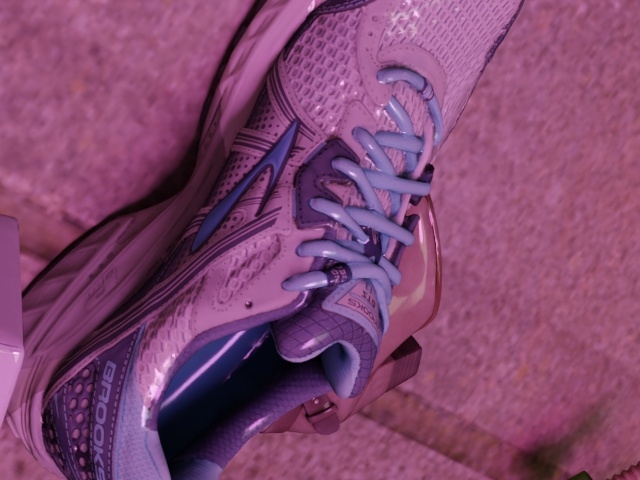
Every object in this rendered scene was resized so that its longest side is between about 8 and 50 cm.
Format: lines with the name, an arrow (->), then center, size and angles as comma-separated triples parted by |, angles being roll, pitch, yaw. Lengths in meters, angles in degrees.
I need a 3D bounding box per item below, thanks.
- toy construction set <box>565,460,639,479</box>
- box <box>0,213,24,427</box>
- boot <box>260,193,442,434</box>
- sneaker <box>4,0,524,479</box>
toy construction set -> 0.158, 0.299, 1.013 | 0.237, 0.257, 0.309 | -31, 156, 7
box -> -0.181, 0.069, 0.618 | 0.130, 0.091, 0.170 | 15, 113, -17
boot -> 0.005, 0.034, 0.826 | 0.087, 0.042, 0.118 | -14, 123, -25
sneaker -> 0.000, 0.000, 0.746 | 0.283, 0.122, 0.110 | -52, 133, 2
